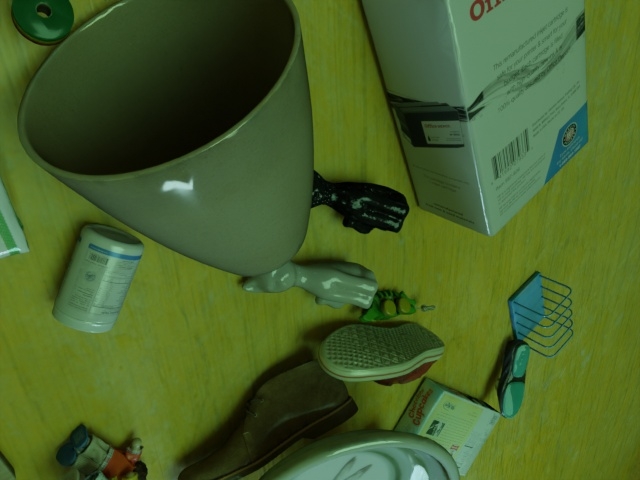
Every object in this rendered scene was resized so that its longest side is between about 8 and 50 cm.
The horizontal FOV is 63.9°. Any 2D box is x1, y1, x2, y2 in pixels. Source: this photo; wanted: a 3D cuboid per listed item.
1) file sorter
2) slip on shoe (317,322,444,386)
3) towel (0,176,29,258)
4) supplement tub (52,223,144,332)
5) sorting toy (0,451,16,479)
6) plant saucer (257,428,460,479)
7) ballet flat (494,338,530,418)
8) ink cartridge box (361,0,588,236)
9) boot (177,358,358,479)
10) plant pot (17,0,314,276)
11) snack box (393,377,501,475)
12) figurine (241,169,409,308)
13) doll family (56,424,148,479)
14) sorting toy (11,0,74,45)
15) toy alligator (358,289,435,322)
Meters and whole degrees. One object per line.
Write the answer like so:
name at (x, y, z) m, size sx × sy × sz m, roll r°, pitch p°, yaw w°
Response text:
file sorter at (0.554, 0.189, 1.277) m, size 0.118 × 0.104 × 0.170 m, roll -38°, pitch 129°, yaw -19°
slip on shoe at (0.112, 0.215, 0.915) m, size 0.331 × 0.123 × 0.101 m, roll 8°, pitch 115°, yaw -52°
towel at (-0.431, -0.023, 0.393) m, size 0.325 × 0.038 × 0.247 m, roll -25°, pitch 138°, yaw -30°
supplement tub at (-0.250, 0.041, 0.580) m, size 0.071 × 0.071 × 0.107 m, roll 18°, pitch 99°, yaw -42°
sorting toy at (-0.472, 0.249, 0.481) m, size 0.257 × 0.089 × 0.255 m, roll -29°, pitch 125°, yaw -27°
plant saucer at (0.030, 0.429, 0.850) m, size 0.401 × 0.100 × 0.400 m, roll -9°, pitch 123°, yaw -13°
ballet flat at (0.486, 0.347, 1.312) m, size 0.074 × 0.074 × 0.203 m, roll 5°, pitch 96°, yaw -40°
ink cartridge box at (0.260, -0.254, 0.795) m, size 0.285 × 0.166 × 0.394 m, roll -40°, pitch 130°, yaw -19°
boot at (-0.097, 0.294, 0.820) m, size 0.306 × 0.112 × 0.115 m, roll -26°, pitch 86°, yaw -19°
plant pot at (-0.109, -0.079, 0.546) m, size 0.256 × 0.257 × 0.274 m, roll -44°, pitch 147°, yaw -15°
snack box at (0.299, 0.449, 1.216) m, size 0.322 × 0.060 × 0.187 m, roll 32°, pitch 89°, yaw -43°
figurine at (0.000, 0.000, 0.765) m, size 0.210 × 0.092 × 0.214 m, roll 14°, pitch 101°, yaw -34°
doll family at (-0.312, 0.380, 0.650) m, size 0.263 × 0.118 × 0.163 m, roll -45°, pitch 131°, yaw -14°
sorting toy at (-0.317, -0.269, 0.388) m, size 0.132 × 0.046 × 0.274 m, roll -33°, pitch 110°, yaw -25°
toy alligator at (0.139, 0.114, 0.945) m, size 0.190 × 0.056 × 0.051 m, roll -3°, pitch 71°, yaw -38°
